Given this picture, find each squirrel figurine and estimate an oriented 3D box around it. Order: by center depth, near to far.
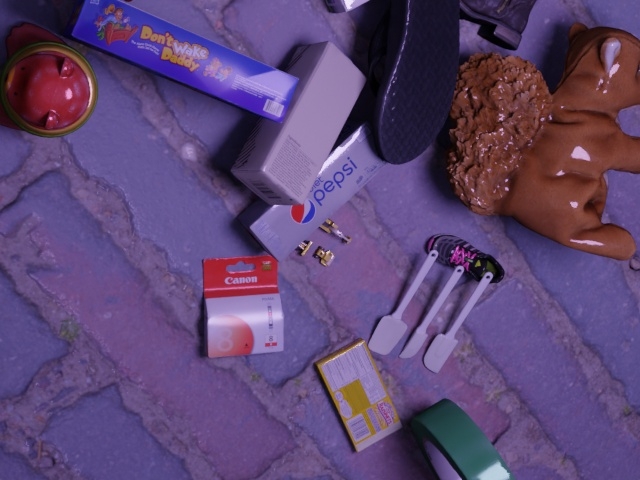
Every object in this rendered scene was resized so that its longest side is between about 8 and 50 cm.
[{"bbox_3d":[0.418,-0.213,1.844,0.397,0.281,0.370,13,112,-7],"label":"squirrel figurine"}]

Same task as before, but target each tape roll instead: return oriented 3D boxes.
[{"bbox_3d":[0.288,0.452,1.929,0.077,0.321,0.321,-31,108,-9],"label":"tape roll"}]

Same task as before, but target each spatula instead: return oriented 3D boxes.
[{"bbox_3d":[0.213,0.138,1.969,0.168,0.019,0.242,23,113,-14],"label":"spatula"}]

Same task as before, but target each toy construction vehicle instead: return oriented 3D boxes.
[{"bbox_3d":[0.000,0.000,1.901,0.098,0.035,0.086,38,88,-20],"label":"toy construction vehicle"}]

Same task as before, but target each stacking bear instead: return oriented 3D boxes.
[{"bbox_3d":[-0.424,-0.235,1.586,0.164,0.289,0.175,22,93,-20],"label":"stacking bear"}]

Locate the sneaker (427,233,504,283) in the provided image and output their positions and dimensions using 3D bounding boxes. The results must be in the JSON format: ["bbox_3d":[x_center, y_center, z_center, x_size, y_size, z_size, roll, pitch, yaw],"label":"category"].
[{"bbox_3d":[0.288,0.038,1.978,0.170,0.075,0.063,26,92,-20],"label":"sneaker"}]

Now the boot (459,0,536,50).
[{"bbox_3d":[0.326,-0.500,1.885,0.263,0.091,0.229,26,91,-31],"label":"boot"}]

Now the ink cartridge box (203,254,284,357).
[{"bbox_3d":[-0.139,0.121,1.877,0.146,0.045,0.179,-3,104,-17],"label":"ink cartridge box"}]

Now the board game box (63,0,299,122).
[{"bbox_3d":[-0.233,-0.298,1.664,0.347,0.233,0.078,21,94,-20],"label":"board game box"}]

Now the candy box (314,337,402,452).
[{"bbox_3d":[0.075,0.300,1.988,0.105,0.027,0.205,-28,108,-13],"label":"candy box"}]

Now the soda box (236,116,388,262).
[{"bbox_3d":[-0.010,-0.095,1.846,0.286,0.098,0.091,-42,111,-5],"label":"soda box"}]

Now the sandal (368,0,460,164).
[{"bbox_3d":[0.159,-0.356,1.787,0.168,0.107,0.445,-3,106,-36],"label":"sandal"}]

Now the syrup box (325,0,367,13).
[{"bbox_3d":[0.111,-0.494,1.807,0.237,0.096,0.093,-29,108,-10],"label":"syrup box"}]

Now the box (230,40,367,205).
[{"bbox_3d":[-0.035,-0.201,1.765,0.113,0.094,0.275,42,65,-34],"label":"box"}]
